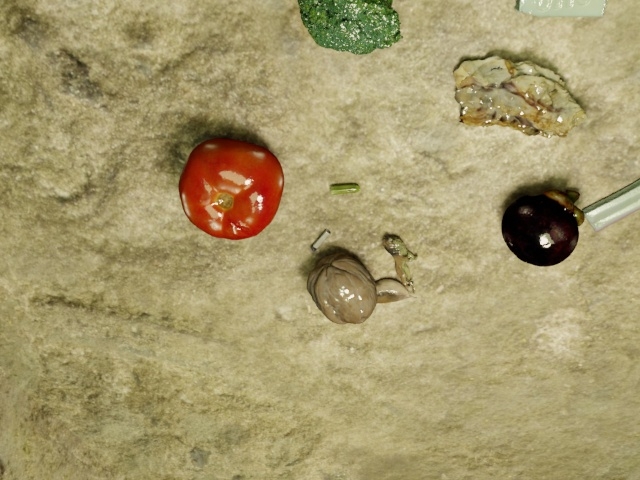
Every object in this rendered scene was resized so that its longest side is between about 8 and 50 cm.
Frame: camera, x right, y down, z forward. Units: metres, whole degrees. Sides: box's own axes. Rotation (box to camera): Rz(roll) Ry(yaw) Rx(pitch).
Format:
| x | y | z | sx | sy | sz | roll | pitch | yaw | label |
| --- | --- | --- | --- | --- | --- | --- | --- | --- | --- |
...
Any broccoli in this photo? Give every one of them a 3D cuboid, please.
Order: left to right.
| x | y | z | sx | sy | sz | roll | pitch | yaw | label |
| --- | --- | --- | --- | --- | --- | --- | --- | --- | --- |
| 0.072 | -0.550 | 1.438 | 0.269 | 0.261 | 0.242 | 41 | 96 | 25 | broccoli |

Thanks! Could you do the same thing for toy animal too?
| x | y | z | sx | sy | sz | roll | pitch | yaw | label |
| --- | --- | --- | --- | --- | --- | --- | --- | --- | --- |
| 0.258 | 0.071 | 1.865 | 0.086 | 0.069 | 0.220 | -6 | 117 | 35 | toy animal |

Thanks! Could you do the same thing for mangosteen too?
| x | y | z | sx | sy | sz | roll | pitch | yaw | label |
| --- | --- | --- | --- | --- | --- | --- | --- | --- | --- |
| 0.622 | -0.049 | 1.683 | 0.250 | 0.211 | 0.211 | -41 | 112 | -6 | mangosteen |

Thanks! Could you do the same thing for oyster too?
| x | y | z | sx | sy | sz | roll | pitch | yaw | label |
| --- | --- | --- | --- | --- | --- | --- | --- | --- | --- |
| 0.506 | -0.353 | 1.557 | 0.354 | 0.107 | 0.201 | 9 | 125 | 1 | oyster |

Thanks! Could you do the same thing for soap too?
| x | y | z | sx | sy | sz | roll | pitch | yaw | label |
| --- | --- | --- | --- | --- | --- | --- | --- | --- | --- |
| 0.564 | -0.583 | 1.432 | 0.198 | 0.063 | 0.115 | 2 | 123 | 6 | soap |

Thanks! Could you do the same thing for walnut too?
| x | y | z | sx | sy | sz | roll | pitch | yaw | label |
| --- | --- | --- | --- | --- | --- | --- | --- | --- | --- |
| 0.069 | 0.150 | 1.862 | 0.224 | 0.224 | 0.224 | 3 | 121 | 5 | walnut |

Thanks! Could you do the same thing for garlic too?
| x | y | z | sx | sy | sz | roll | pitch | yaw | label |
| --- | --- | --- | --- | --- | --- | --- | --- | --- | --- |
| 0.217 | 0.156 | 1.926 | 0.152 | 0.066 | 0.084 | -14 | 146 | 19 | garlic |

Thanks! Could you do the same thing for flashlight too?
| x | y | z | sx | sy | sz | roll | pitch | yaw | label |
| --- | --- | --- | --- | --- | --- | --- | --- | --- | --- |
| 0.000 | 0.000 | 1.879 | 0.018 | 0.018 | 0.083 | 33 | 119 | -15 | flashlight |

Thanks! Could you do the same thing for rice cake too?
| x | y | z | sx | sy | sz | roll | pitch | yaw | label |
| --- | --- | --- | --- | --- | --- | --- | --- | --- | --- |
| 0.846 | -0.105 | 1.699 | 0.221 | 0.042 | 0.080 | -33 | 111 | 22 | rice cake |

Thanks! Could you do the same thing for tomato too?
| x | y | z | sx | sy | sz | roll | pitch | yaw | label |
| --- | --- | --- | --- | --- | --- | --- | --- | --- | --- |
| -0.241 | -0.154 | 1.696 | 0.298 | 0.226 | 0.299 | 6 | 120 | 12 | tomato |

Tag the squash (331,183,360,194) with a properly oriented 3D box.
| x | y | z | sx | sy | sz | roll | pitch | yaw | label |
| --- | --- | --- | --- | --- | --- | --- | --- | --- | --- |
| 0.073 | -0.148 | 1.776 | 0.083 | 0.027 | 0.027 | -5 | 120 | 9 | squash |
